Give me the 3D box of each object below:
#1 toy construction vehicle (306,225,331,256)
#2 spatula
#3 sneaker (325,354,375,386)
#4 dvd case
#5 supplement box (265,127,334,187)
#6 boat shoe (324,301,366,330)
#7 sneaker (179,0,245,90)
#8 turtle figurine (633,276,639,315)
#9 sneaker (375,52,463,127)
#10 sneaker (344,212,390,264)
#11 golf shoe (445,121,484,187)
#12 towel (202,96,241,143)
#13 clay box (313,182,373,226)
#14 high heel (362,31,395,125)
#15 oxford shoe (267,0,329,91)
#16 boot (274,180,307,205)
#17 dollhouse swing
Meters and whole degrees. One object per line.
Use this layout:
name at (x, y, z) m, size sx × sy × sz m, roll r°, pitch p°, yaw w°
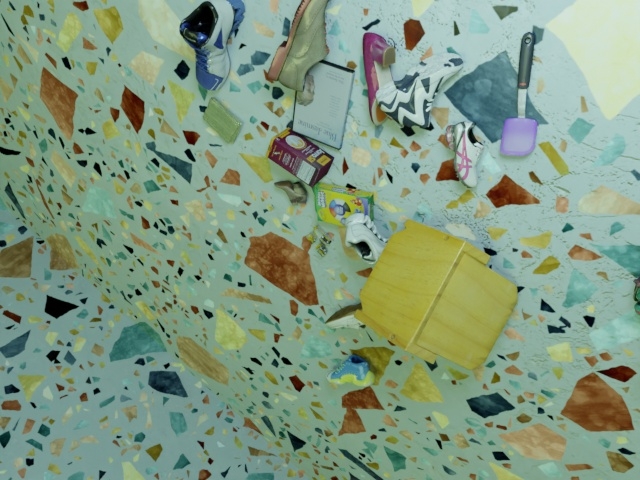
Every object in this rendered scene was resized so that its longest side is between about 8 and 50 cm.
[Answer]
toy construction vehicle at (0.000, 0.000, 1.823) m, size 0.098 × 0.035 × 0.086 m, roll 45°, pitch 145°, yaw 3°
spatula at (0.494, -0.350, 1.236) m, size 0.084 × 0.030 × 0.296 m, roll 11°, pitch 125°, yaw 27°
sneaker at (0.116, 0.525, 2.086) m, size 0.240 × 0.091 × 0.126 m, roll -7°, pitch 98°, yaw 38°
dvd case at (0.002, -0.416, 1.533) m, size 0.180 × 0.022 × 0.253 m, roll 25°, pitch 131°, yaw 18°
supplement box at (-0.066, -0.268, 1.626) m, size 0.188 × 0.104 × 0.080 m, roll 35°, pitch 133°, yaw 9°
boat shoe at (0.134, 0.294, 1.887) m, size 0.277 × 0.098 × 0.096 m, roll -25°, pitch 103°, yaw 41°
sneaker at (-0.354, -0.602, 1.536) m, size 0.127 × 0.182 × 0.315 m, roll 38°, pitch 134°, yaw 8°
turtle figurine at (0.840, 0.122, 1.254) m, size 0.118 × 0.175 × 0.234 m, roll 32°, pitch 128°, yaw 45°
sneaker at (0.280, -0.377, 1.332) m, size 0.235 × 0.094 × 0.153 m, roll -29°, pitch 130°, yaw 17°
sneaker at (0.186, 0.038, 1.622) m, size 0.292 × 0.118 × 0.110 m, roll 34°, pitch 133°, yaw -22°
golf shoe at (0.399, -0.227, 1.361) m, size 0.086 × 0.067 × 0.186 m, roll -8°, pitch 115°, yaw 36°
towel at (-0.342, -0.417, 1.765) m, size 0.148 × 0.027 × 0.110 m, roll 42°, pitch 135°, yaw 1°
clay box at (0.066, -0.113, 1.679) m, size 0.222 × 0.053 × 0.127 m, roll 14°, pitch 127°, yaw 25°
high heel at (0.148, -0.442, 1.397) m, size 0.117 × 0.082 × 0.244 m, roll 53°, pitch 160°, yaw 38°
oxford shoe at (-0.020, -0.572, 1.388) m, size 0.130 × 0.123 × 0.348 m, roll 27°, pitch 129°, yaw -10°
boot at (-0.103, -0.163, 1.770) m, size 0.119 × 0.042 × 0.087 m, roll 7°, pitch 126°, yaw 31°
dollhouse swing at (0.359, 0.176, 1.545) m, size 0.305 × 0.346 × 0.315 m, roll 28°, pitch 180°, yaw -43°
